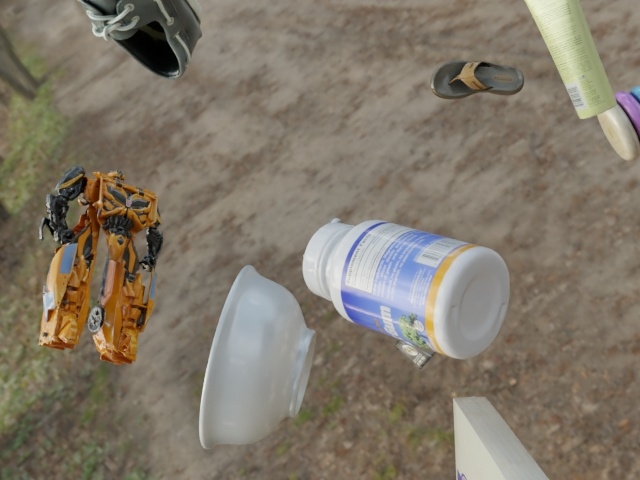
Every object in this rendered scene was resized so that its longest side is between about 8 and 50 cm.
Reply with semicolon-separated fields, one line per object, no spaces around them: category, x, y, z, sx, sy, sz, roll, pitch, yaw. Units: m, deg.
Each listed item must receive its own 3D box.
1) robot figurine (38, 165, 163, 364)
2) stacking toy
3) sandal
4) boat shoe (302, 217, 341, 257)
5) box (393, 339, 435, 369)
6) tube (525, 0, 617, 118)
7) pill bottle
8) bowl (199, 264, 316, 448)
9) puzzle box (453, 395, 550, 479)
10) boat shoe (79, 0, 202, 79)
robot figurine;-0.320;0.029;1.565;0.085;0.211;0.291;-10;67;45
stacking toy;0.738;-0.298;2.133;0.330;0.141;0.141;-29;20;5
sandal;0.354;-0.361;2.338;0.219;0.090;0.060;2;-9;-7
boat shoe;0.000;0.000;2.345;0.049;0.040;0.142;-34;-22;-53
box;0.248;0.149;2.103;0.180;0.077;0.147;-42;-12;-36
tube;0.381;-0.306;1.598;0.070;0.240;0.062;-26;9;3
pill bottle;0.108;0.056;1.437;0.272;0.152;0.152;15;52;42
bowl;-0.087;0.197;1.665;0.134;0.298;0.298;12;32;5
puzzle box;0.230;0.379;1.322;0.052;0.272;0.409;-4;8;-2
boat shoe;-0.223;-0.279;1.246;0.116;0.099;0.319;5;-7;14
